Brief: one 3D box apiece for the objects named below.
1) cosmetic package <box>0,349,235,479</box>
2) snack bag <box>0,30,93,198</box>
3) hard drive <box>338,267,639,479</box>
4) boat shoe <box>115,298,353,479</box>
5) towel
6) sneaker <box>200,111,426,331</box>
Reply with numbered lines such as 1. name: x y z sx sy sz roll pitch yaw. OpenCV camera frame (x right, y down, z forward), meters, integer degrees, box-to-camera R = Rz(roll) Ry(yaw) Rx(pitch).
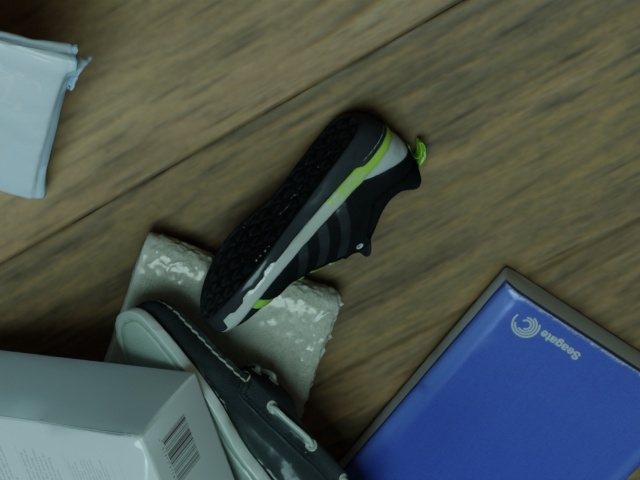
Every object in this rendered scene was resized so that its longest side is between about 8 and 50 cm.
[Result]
1. cosmetic package: -0.190 0.276 1.729 0.284 0.097 0.377 3 125 31
2. snack bag: -0.365 -0.110 1.527 0.342 0.037 0.323 11 159 -10
3. hard drive: 0.155 0.197 1.770 0.210 0.040 0.319 32 115 -13
4. boat shoe: -0.061 0.163 1.688 0.114 0.091 0.302 -6 121 58
5. towel: -0.105 0.135 1.751 0.187 0.049 0.282 17 117 -7
6. sneaker: 0.000 0.000 1.636 0.097 0.084 0.235 37 101 -28
